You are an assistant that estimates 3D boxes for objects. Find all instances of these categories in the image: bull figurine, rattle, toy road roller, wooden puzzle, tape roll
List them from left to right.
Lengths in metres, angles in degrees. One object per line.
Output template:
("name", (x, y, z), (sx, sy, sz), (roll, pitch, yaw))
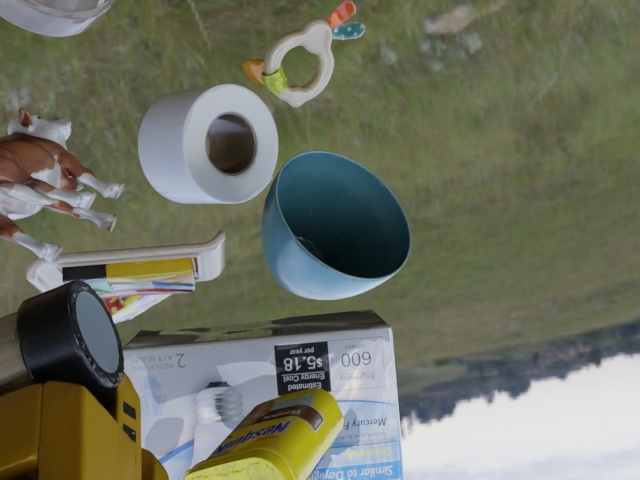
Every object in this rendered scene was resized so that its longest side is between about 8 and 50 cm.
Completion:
("bull figurine", (-0.344, -0.074, 1.164), (0.188, 0.101, 0.310), (25, -161, 2))
("toy road roller", (-0.222, 0.214, 0.757), (0.203, 0.329, 0.240), (-22, 129, 6))
("wooden puzzle", (-0.238, 0.044, 1.239), (0.239, 0.044, 0.221), (-9, 169, -8))
("tape roll", (-0.233, -0.197, 2.010), (0.246, 0.246, 0.169), (-2, -177, -43))
("rattle", (-0.029, -0.338, 1.675), (0.130, 0.199, 0.143), (32, -175, -18))

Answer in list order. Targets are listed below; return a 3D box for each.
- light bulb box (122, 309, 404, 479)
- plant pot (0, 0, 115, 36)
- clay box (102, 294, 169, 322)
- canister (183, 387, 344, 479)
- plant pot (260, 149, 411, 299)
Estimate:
("light bulb box", (-0.072, 0.296, 1.327), (0.358, 0.360, 0.225), (-6, -178, -2))
("plant pot", (-0.448, -0.567, 1.697), (0.323, 0.323, 0.280), (-1, 160, -43))
("clay box", (-0.297, 0.078, 1.676), (0.222, 0.053, 0.127), (-32, 171, 23))
("canister", (-0.056, 0.231, 1.042), (0.126, 0.073, 0.170), (-20, -171, 26))
("plant pot", (0.000, 0.000, 1.856), (0.290, 0.290, 0.195), (-3, 149, -36))
